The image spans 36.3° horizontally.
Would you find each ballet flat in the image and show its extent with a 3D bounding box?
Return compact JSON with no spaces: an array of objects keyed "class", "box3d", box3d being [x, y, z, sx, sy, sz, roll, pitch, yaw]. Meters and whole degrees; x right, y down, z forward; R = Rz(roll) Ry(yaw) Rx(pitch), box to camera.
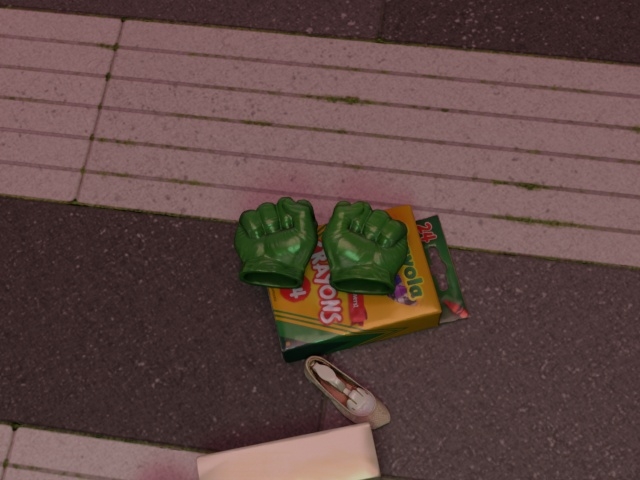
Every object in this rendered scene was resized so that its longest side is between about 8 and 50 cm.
[{"class":"ballet flat","box3d":[0.038,0.244,1.568,0.168,0.052,0.057,34,74,16]}]

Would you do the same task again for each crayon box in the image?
[{"class":"crayon box","box3d":[0.070,0.064,1.624,0.318,0.081,0.202,-14,67,-2]}]

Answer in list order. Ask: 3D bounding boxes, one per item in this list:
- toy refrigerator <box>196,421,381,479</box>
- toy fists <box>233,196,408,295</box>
[{"class":"toy refrigerator","box3d":[-0.045,0.359,1.502,0.269,0.102,0.094,-11,68,-1]},{"class":"toy fists","box3d":[0.000,0.000,1.561,0.279,0.096,0.142,3,67,7]}]
